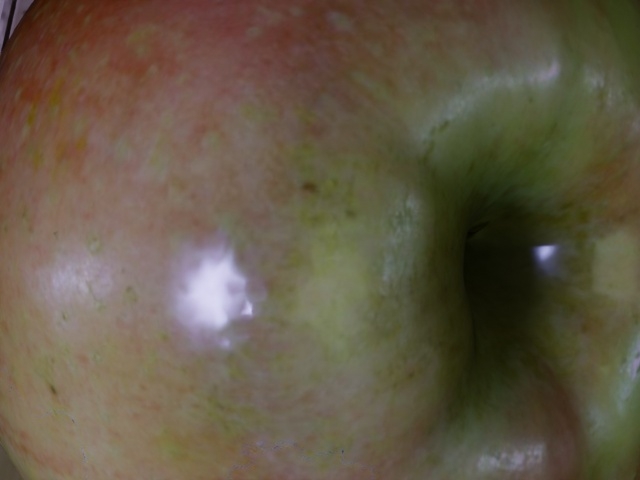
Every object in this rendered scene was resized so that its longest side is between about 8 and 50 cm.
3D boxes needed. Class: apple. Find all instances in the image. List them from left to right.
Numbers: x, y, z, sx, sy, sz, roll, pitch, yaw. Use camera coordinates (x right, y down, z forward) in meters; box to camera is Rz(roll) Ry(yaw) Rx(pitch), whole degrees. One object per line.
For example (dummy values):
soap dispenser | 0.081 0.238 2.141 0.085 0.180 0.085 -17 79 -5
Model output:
apple | 0.000 0.000 0.757 0.319 0.277 0.319 -10 105 -40
